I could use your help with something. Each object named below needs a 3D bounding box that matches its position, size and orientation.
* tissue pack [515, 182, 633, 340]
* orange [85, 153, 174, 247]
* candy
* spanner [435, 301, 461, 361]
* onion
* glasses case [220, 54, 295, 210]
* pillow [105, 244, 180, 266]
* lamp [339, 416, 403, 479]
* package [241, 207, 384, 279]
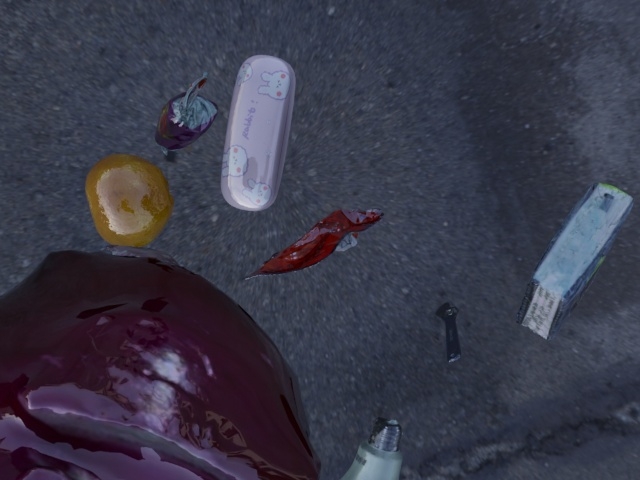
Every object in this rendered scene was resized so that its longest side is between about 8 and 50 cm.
[{"bbox_3d":[0.350,0.035,1.238,0.073,0.235,0.173,32,78,17],"label":"tissue pack"},{"bbox_3d":[-0.312,-0.067,1.455,0.136,0.159,0.158,-19,95,-15],"label":"orange"},{"bbox_3d":[-0.126,-0.112,0.818,0.043,0.175,0.045,15,79,-19],"label":"candy"},{"bbox_3d":[0.234,0.164,1.609,0.046,0.208,0.012,-30,109,16],"label":"spanner"},{"bbox_3d":[-0.238,0.138,0.562,0.420,0.398,0.398,41,91,-20],"label":"onion"},{"bbox_3d":[-0.119,-0.203,1.685,0.113,0.075,0.296,12,96,23],"label":"glasses case"},{"bbox_3d":[-0.222,0.052,1.226,0.118,0.185,0.043,14,106,-40],"label":"pillow"},{"bbox_3d":[0.084,0.503,1.766,0.182,0.182,0.313,5,86,-3],"label":"lamp"},{"bbox_3d":[0.000,0.000,1.530,0.194,0.269,0.071,-27,89,37],"label":"package"}]
